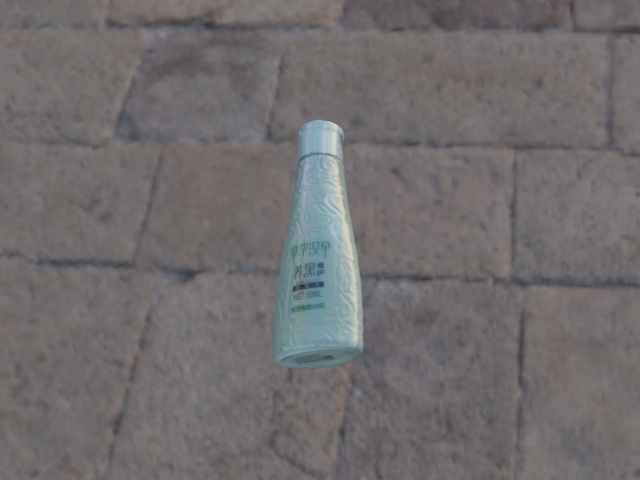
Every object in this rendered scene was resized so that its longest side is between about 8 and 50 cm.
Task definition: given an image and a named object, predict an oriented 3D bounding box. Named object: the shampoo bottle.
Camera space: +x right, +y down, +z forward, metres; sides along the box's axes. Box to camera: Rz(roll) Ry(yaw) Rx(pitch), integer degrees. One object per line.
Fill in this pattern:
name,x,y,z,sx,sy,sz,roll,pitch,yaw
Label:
shampoo bottle,0.000,0.000,1.024,0.069,0.041,0.190,-12,60,26
